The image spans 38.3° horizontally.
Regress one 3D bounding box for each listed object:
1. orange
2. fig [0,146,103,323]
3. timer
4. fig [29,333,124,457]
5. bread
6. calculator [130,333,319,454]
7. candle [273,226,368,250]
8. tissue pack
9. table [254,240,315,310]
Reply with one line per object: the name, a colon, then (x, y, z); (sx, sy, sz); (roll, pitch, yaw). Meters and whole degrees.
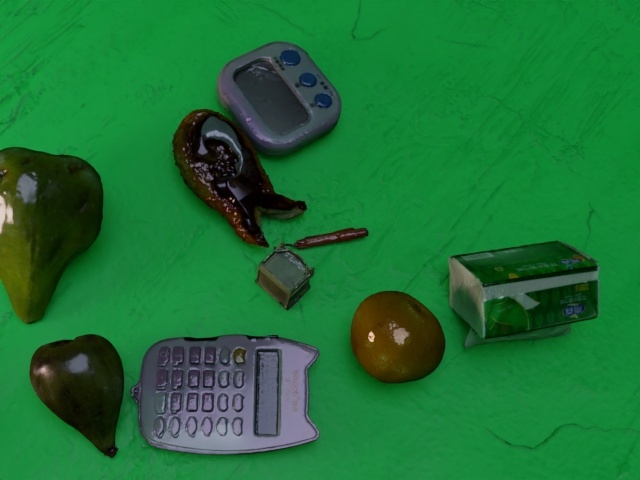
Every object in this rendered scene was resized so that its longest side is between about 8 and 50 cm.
orange: (0.119, 0.159, 1.471); (0.159, 0.159, 0.136); (40, 106, 10)
fig: (-0.453, -0.005, 1.451); (0.206, 0.206, 0.275); (10, 87, -4)
timer: (-0.076, -0.257, 1.672); (0.191, 0.069, 0.208); (-29, 74, -20)
fig: (-0.357, 0.229, 1.395); (0.133, 0.185, 0.126); (-20, 29, -14)
bread: (-0.154, -0.107, 1.585); (0.139, 0.095, 0.269); (-39, 90, -21)
calculator: (-0.149, 0.241, 1.446); (0.294, 0.043, 0.194); (2, 66, -5)
candle: (0.000, 0.000, 1.591); (0.167, 0.021, 0.026); (-11, 41, -12)
tissue pack: (0.336, 0.101, 1.536); (0.209, 0.148, 0.156); (-7, 107, -13)
table: (-0.058, 0.056, 1.519); (0.079, 0.083, 0.062); (40, 66, 11)
